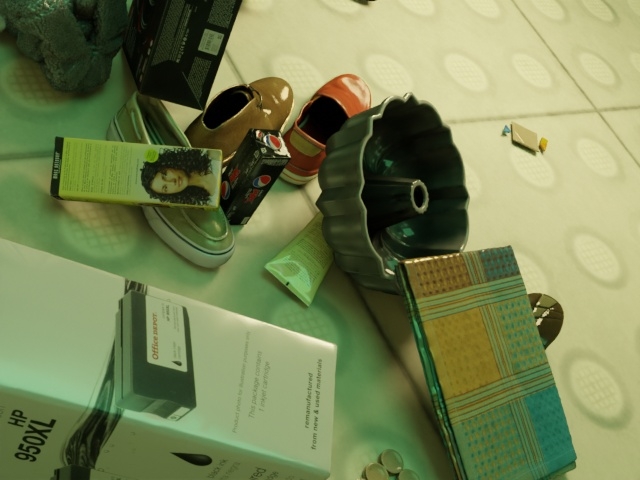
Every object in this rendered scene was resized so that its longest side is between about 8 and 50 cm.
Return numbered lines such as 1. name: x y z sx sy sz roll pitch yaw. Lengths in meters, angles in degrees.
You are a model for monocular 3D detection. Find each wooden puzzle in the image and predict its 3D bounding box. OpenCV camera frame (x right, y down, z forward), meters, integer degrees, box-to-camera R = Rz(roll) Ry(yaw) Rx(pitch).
1. wooden puzzle: 0.450 -0.226 1.902 0.116 0.014 0.078 28 40 -10

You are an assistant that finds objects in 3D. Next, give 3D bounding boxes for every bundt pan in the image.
1. bundt pan: 0.108 -0.065 1.388 0.331 0.124 0.331 7 81 -52

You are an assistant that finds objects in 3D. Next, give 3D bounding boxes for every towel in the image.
1. towel: 0.256 0.196 1.316 0.271 0.040 0.370 -6 75 -40

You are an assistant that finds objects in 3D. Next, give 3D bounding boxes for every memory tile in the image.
1. memory tile: 0.090 0.361 1.175 0.113 0.012 0.148 47 45 10

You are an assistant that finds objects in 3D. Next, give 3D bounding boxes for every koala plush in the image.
1. koala plush: -0.434 -0.350 1.344 0.221 0.203 0.196 28 53 20

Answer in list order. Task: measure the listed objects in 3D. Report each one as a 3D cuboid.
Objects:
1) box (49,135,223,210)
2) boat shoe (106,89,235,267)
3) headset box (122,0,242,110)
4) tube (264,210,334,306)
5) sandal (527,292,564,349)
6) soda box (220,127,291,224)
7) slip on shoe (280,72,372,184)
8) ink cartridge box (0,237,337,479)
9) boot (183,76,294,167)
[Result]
1. box: -0.257 -0.092 1.219 0.232 0.058 0.087 3 85 -3
2. boat shoe: -0.224 -0.095 1.295 0.109 0.094 0.302 -23 69 -43
3. headset box: -0.229 -0.367 1.380 0.110 0.218 0.293 12 25 -26
4. tube: 0.000 0.000 1.393 0.070 0.062 0.240 12 42 24
5. sandal: 0.349 0.181 1.467 0.090 0.060 0.219 26 59 -3
6. soda box: -0.110 -0.095 1.314 0.053 0.169 0.060 -1 55 -35
7. slip on shoe: 0.020 -0.221 1.555 0.123 0.101 0.331 36 42 1
8. ink cartridge box: -0.221 0.187 0.922 0.395 0.285 0.166 20 47 -17
9. boot: -0.120 -0.219 1.454 0.112 0.115 0.305 39 42 4
